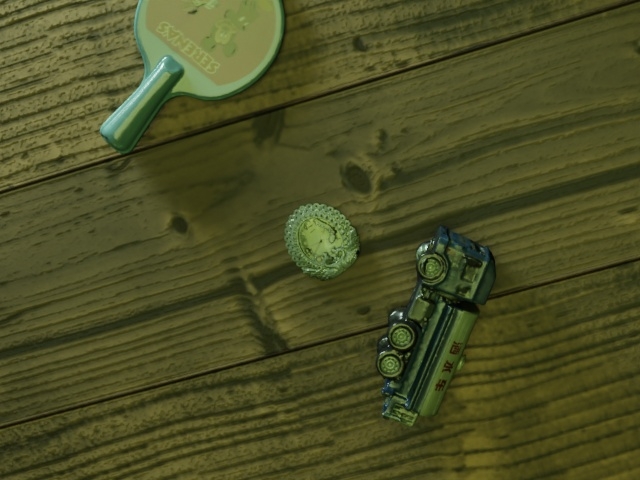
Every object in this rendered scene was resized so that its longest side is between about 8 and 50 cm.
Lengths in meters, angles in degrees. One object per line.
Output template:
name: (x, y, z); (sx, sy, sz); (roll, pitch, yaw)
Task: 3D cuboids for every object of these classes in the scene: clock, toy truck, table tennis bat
clock: (0.000, 0.000, 1.405); (0.074, 0.010, 0.083); (-40, 89, 13)
toy truck: (0.113, 0.091, 1.367); (0.088, 0.074, 0.201); (22, 101, 1)
table tennis bat: (-0.141, -0.191, 1.391); (0.153, 0.040, 0.244); (41, 98, 1)
